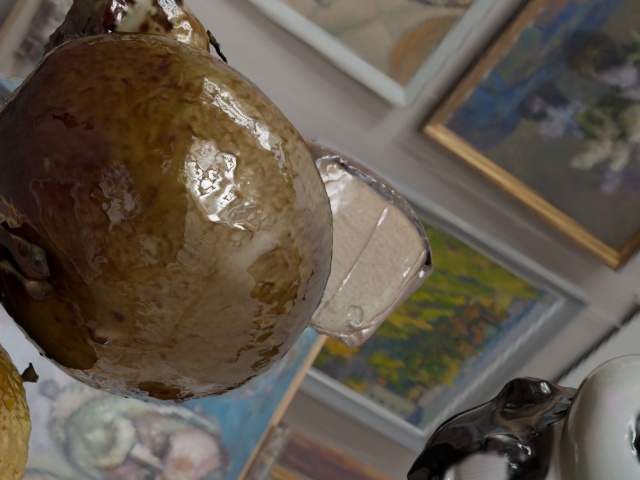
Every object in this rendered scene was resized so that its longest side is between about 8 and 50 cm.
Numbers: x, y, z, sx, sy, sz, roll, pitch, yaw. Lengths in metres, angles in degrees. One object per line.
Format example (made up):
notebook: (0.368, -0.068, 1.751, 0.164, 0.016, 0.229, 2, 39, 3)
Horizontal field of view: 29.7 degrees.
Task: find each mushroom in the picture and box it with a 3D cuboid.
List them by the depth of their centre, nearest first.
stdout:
mushroom: (-0.146, -0.040, 1.029, 0.331, 0.334, 0.356, -52, -171, 26)

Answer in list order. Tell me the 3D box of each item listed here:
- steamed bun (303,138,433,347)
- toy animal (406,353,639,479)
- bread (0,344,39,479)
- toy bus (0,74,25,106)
steamed bun: (0.000, 0.000, 1.815, 0.251, 0.301, 0.199, -51, -150, -9)
toy animal: (0.207, 0.193, 0.863, 0.266, 0.212, 0.212, -20, -143, 43)
bread: (-0.445, 0.179, 1.011, 0.398, 0.215, 0.398, -16, -126, 24)
toy bus: (-0.372, -0.121, 1.520, 0.329, 0.109, 0.136, 33, -71, 61)
